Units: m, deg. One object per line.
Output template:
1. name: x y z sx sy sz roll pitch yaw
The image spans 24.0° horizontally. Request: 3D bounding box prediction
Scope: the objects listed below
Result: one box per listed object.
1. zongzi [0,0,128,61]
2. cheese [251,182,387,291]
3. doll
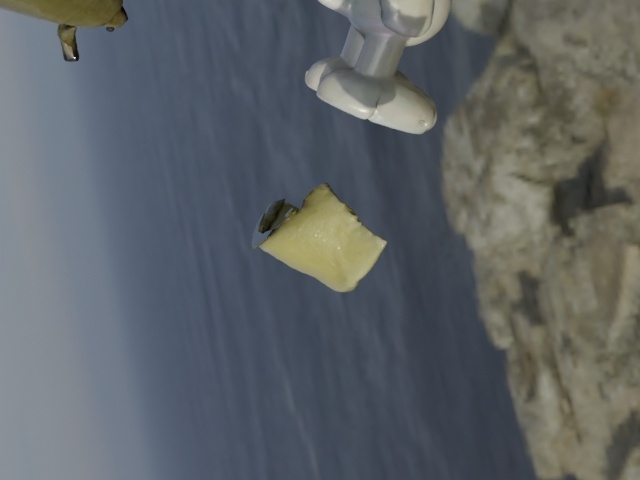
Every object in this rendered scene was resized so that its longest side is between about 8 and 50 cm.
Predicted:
1. zongzi: -0.316 -0.315 0.803 0.418 0.181 0.447 25 -149 -49
2. cheese: 0.000 0.001 0.784 0.060 0.041 0.084 34 166 -7
3. doll: 0.088 -0.199 0.924 0.208 0.144 0.271 18 96 65
